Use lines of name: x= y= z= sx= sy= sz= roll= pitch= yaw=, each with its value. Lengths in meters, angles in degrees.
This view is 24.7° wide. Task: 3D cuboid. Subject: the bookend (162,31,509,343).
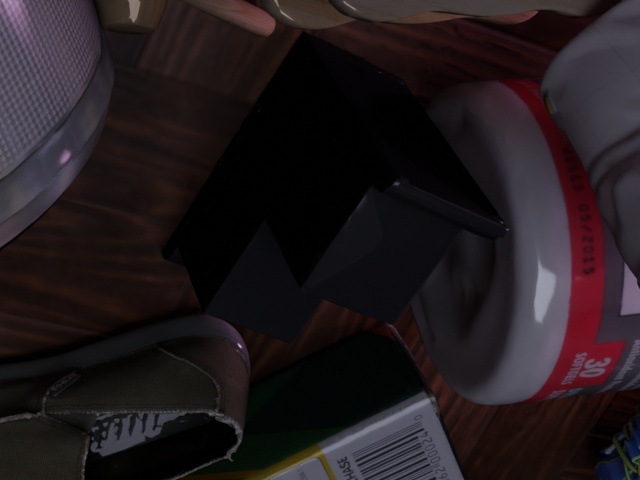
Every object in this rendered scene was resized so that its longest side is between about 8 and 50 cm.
bookend: x=0.000 y=0.000 z=0.763 sx=0.072 sy=0.157 sz=0.156 roll=22 pitch=113 yaw=-31

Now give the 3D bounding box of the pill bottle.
pill bottle: x=0.220 y=-0.009 z=0.825 sx=0.319 sy=0.176 sz=0.176 roll=-5 pitch=125 yaw=-17

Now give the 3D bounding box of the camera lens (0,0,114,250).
camera lens: x=-0.217 y=-0.119 z=0.558 sx=0.219 sy=0.219 sz=0.274 roll=-22 pitch=127 yaw=-5

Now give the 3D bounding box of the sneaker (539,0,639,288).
sneaker: x=0.251 y=-0.089 z=0.681 sx=0.292 sy=0.169 sz=0.108 roll=-21 pitch=151 yaw=-6

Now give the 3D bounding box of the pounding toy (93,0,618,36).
pounding toy: x=0.014 y=-0.178 z=0.700 sx=0.269 sy=0.155 sz=0.154 roll=-5 pitch=97 yaw=-28

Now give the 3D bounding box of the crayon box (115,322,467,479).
crayon box: x=-0.057 y=0.207 z=0.934 sx=0.318 sy=0.081 sz=0.202 roll=-25 pitch=128 yaw=-3

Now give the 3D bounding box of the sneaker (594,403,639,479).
sneaker: x=0.235 y=0.144 z=0.962 sx=0.126 sy=0.091 sz=0.240 roll=-34 pitch=149 yaw=16

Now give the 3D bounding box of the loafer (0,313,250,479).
loafer: x=-0.154 y=0.119 z=0.832 sx=0.251 sy=0.087 sz=0.094 roll=-23 pitch=128 yaw=-4
